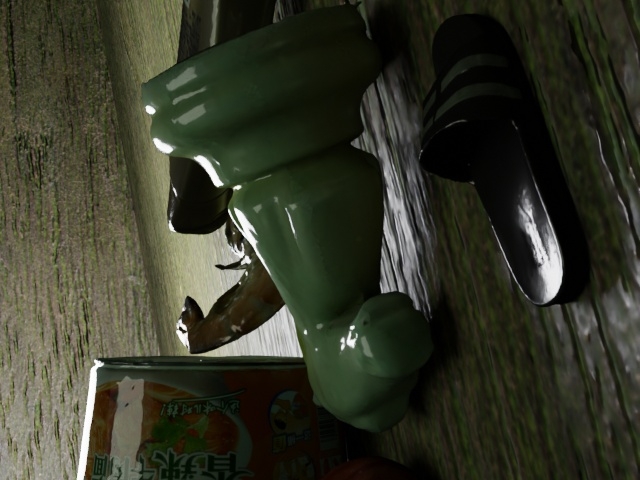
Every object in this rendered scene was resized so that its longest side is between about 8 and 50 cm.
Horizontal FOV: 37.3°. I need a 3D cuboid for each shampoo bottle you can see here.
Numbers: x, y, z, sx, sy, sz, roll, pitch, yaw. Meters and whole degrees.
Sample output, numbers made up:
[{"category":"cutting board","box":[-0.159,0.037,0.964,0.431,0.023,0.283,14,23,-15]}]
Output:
[{"category":"shampoo bottle","box":[-0.096,-0.164,0.899,0.125,0.084,0.350,-110,27,-53]}]

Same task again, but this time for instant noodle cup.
[{"category":"instant noodle cup","box":[-0.095,0.215,0.877,0.296,0.296,0.214,157,114,-74]}]

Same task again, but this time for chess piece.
[{"category":"chess piece","box":[0.000,0.000,0.672,0.298,0.176,0.176,70,165,-7]}]

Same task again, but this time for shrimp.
[{"category":"shrimp","box":[-0.096,0.020,0.998,0.058,0.169,0.296,49,-176,-27]}]

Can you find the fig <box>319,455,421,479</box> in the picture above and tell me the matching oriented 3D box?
[{"category":"fig","box":[0.031,0.228,0.684,0.128,0.150,0.128,16,120,30]}]

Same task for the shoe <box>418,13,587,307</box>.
[{"category":"shoe","box":[0.081,-0.046,0.494,0.071,0.049,0.179,110,147,-58]}]
